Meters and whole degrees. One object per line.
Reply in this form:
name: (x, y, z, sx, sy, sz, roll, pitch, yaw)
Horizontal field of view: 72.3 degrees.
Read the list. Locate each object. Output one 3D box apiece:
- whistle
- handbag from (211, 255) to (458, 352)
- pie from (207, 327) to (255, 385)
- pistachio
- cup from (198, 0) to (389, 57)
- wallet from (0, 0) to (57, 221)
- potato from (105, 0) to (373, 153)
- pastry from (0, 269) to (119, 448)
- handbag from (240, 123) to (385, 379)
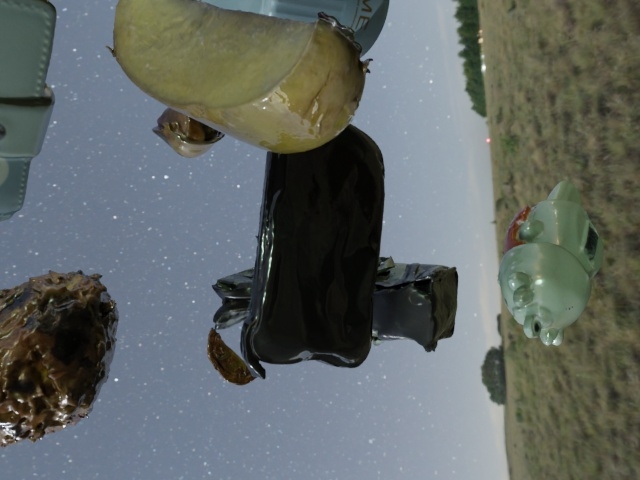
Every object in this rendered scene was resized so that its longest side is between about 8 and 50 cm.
whistle: (0.267, 0.013, 0.511, 0.253, 0.106, 0.101, -53, -39, -35)
handbag: (0.034, 0.116, 0.835, 0.317, 0.416, 0.180, 4, -92, -67)
pie: (-0.260, 0.334, 1.210, 0.191, 0.033, 0.088, 47, -146, -2)
pistachio: (-0.308, -0.272, 1.035, 0.210, 0.165, 0.130, -112, 30, -61)
cup: (-0.072, -0.465, 0.888, 0.311, 0.331, 0.257, -20, -116, -44)
wallet: (-0.452, -0.153, 0.508, 0.083, 0.360, 0.252, 49, -146, 19)
potato: (-0.069, -0.142, 0.393, 0.138, 0.243, 0.098, 12, -76, -61)
pastry: (-0.617, 0.265, 0.978, 0.292, 0.337, 0.405, 24, -95, -31)
handbag: (0.000, 0.003, 0.549, 0.192, 0.075, 0.332, 18, -107, -40)
